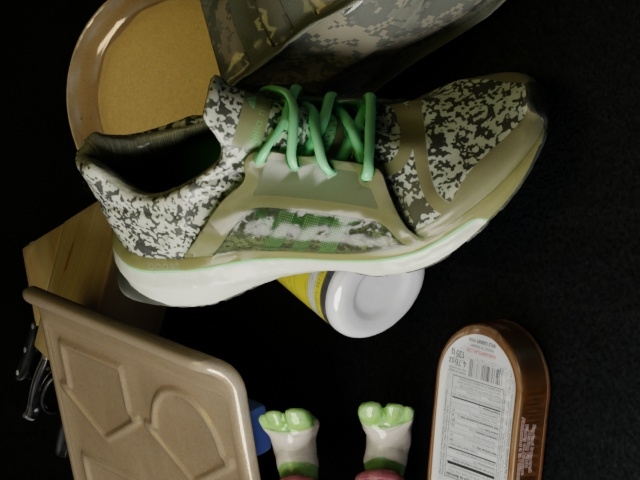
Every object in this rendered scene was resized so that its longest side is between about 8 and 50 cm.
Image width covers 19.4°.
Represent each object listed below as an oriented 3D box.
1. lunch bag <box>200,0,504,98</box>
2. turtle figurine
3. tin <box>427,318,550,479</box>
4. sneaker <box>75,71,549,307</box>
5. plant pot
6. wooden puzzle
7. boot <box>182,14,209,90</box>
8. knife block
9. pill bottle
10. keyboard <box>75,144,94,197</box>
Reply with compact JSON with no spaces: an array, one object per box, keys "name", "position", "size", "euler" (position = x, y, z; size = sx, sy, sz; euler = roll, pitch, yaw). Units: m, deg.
[{"name":"lunch bag","position":[0.029,-0.269,1.551],"size":[0.287,0.169,0.235],"euler":[-32,64,38]},{"name":"turtle figurine","position":[0.001,0.265,1.550],"size":[0.198,0.275,0.266],"euler":[-22,61,47]},{"name":"tin","position":[0.136,0.160,1.541],"size":[0.106,0.040,0.189],"euler":[15,103,53]},{"name":"sneaker","position":[-0.020,-0.064,1.504],"size":[0.410,0.182,0.158],"euler":[-17,51,19]},{"name":"plant pot","position":[-0.133,-0.135,1.789],"size":[0.236,0.032,0.236],"euler":[4,99,23]},{"name":"wooden puzzle","position":[-0.138,0.215,1.796],"size":[0.322,0.080,0.347],"euler":[17,127,48]},{"name":"boot","position":[-0.094,-0.197,1.800],"size":[0.087,0.042,0.118],"euler":[-28,82,36]},{"name":"knife block","position":[-0.219,0.099,1.925],"size":[0.276,0.088,0.242],"euler":[-27,72,47]},{"name":"pill bottle","position":[0.000,0.000,1.642],"size":[0.184,0.103,0.103],"euler":[39,120,42]},{"name":"keyboard","position":[-0.210,-0.109,1.943],"size":[0.192,0.038,0.100],"euler":[-18,78,48]}]
